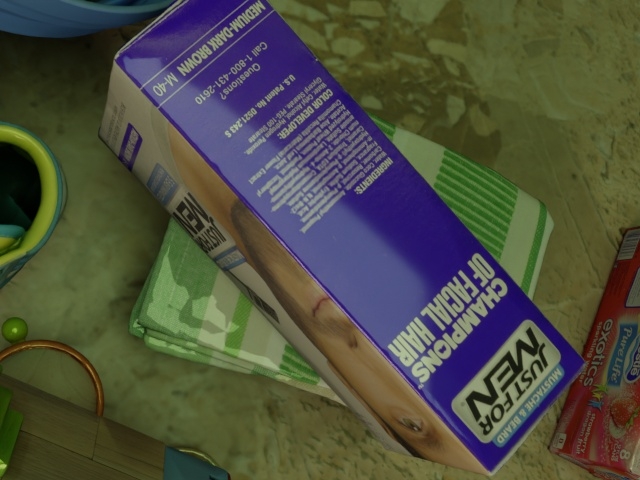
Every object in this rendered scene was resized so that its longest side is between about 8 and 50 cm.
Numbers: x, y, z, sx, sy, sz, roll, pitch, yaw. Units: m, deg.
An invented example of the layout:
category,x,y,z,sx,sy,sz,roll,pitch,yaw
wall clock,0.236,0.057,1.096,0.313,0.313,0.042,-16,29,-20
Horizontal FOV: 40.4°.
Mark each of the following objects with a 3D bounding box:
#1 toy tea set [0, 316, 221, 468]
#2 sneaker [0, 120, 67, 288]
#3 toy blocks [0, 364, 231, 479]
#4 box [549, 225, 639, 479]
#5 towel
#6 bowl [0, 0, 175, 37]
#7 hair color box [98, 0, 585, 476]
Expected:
category,x,y,z,sx,sy,sz,roll,pitch,yaw
toy tea set,-0.172,0.220,0.667,0.336,0.124,0.200,38,75,-12
sneaker,-0.297,0.037,0.597,0.127,0.208,0.319,38,75,-14
toy blocks,-0.184,0.261,0.568,0.261,0.191,0.381,28,106,-18
box,0.345,0.118,0.849,0.122,0.128,0.257,27,77,-14
towel,0.033,0.018,0.730,0.325,0.038,0.248,21,78,-13
bowl,-0.220,-0.314,0.567,0.391,0.077,0.391,31,49,-42
hair color box,0.000,0.000,0.605,0.339,0.185,0.110,46,73,-6
